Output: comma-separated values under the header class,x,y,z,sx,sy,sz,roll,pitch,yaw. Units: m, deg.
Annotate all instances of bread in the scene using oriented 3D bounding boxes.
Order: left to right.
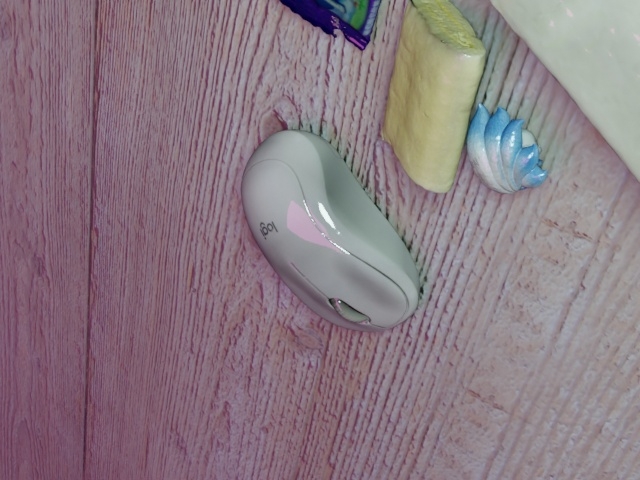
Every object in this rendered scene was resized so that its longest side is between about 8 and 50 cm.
class,x,y,z,sx,sy,sz,roll,pitch,yaw
bread,0.119,-0.159,1.156,0.139,0.060,0.178,-115,27,-47

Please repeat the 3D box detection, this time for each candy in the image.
class,x,y,z,sx,sy,sz,roll,pitch,yaw
candy,0.032,-0.339,1.151,0.145,0.070,0.275,36,135,9
candy,0.318,-0.170,0.924,0.359,0.145,0.208,52,140,2

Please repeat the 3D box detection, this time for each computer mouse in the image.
class,x,y,z,sx,sy,sz,roll,pitch,yaw
computer mouse,0.000,0.000,1.369,0.184,0.121,0.297,-24,97,48

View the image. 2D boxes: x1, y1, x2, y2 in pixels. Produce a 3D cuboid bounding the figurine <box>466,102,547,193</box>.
class,x,y,z,sx,sy,sz,roll,pitch,yaw
figurine,0.196,-0.101,1.147,0.114,0.079,0.114,155,90,-85
